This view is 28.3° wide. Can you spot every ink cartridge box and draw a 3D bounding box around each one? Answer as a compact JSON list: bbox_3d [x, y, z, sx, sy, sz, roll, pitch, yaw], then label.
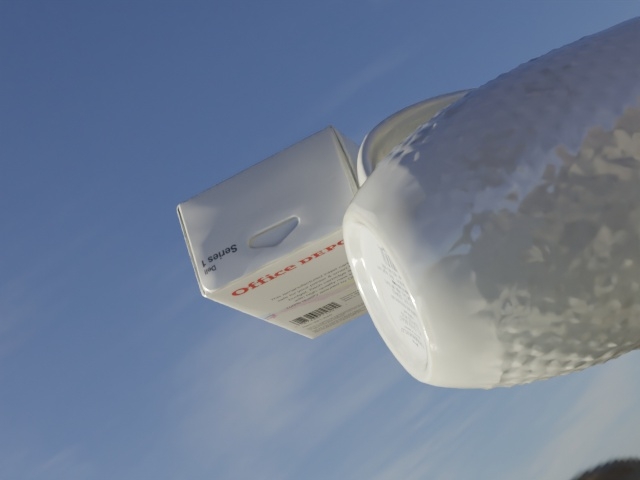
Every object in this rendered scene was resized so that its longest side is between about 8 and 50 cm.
[{"bbox_3d":[0.000,0.000,1.417,0.201,0.117,0.278,-27,-22,16],"label":"ink cartridge box"}]

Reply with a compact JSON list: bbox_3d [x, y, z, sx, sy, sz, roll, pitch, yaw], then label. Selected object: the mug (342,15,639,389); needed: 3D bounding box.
[{"bbox_3d":[0.180,-0.039,1.172,0.328,0.374,0.276,-24,-52,-13],"label":"mug"}]
